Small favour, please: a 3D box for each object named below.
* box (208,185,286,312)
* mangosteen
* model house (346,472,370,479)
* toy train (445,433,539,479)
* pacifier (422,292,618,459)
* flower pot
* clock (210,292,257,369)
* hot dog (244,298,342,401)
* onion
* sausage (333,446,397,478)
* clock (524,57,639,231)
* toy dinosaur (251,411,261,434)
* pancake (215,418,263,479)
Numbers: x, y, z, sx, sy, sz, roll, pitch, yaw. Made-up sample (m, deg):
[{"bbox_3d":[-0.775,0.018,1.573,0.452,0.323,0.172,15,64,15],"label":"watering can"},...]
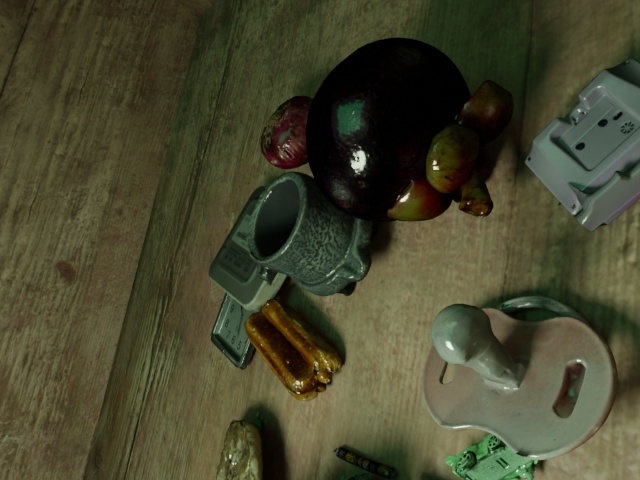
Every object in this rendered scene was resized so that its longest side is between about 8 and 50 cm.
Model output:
[{"bbox_3d":[-0.199,0.014,1.635,0.367,0.090,0.373,22,81,56],"label":"box"},{"bbox_3d":[0.175,-0.211,1.043,0.435,0.381,0.383,27,97,46],"label":"mangosteen"},{"bbox_3d":[0.008,0.611,0.980,0.225,0.261,0.241,-31,65,18],"label":"model house"},{"bbox_3d":[0.286,0.373,0.855,0.149,0.099,0.081,-49,6,20],"label":"toy train"},{"bbox_3d":[0.290,0.205,0.819,0.332,0.272,0.221,0,90,54],"label":"pacifier"},{"bbox_3d":[0.000,0.000,1.254,0.299,0.282,0.299,-27,52,41],"label":"flower pot"},{"bbox_3d":[-0.261,0.255,1.686,0.273,0.049,0.279,23,92,55],"label":"clock"},{"bbox_3d":[-0.078,0.288,1.362,0.158,0.117,0.348,-45,42,-10],"label":"hot dog"},{"bbox_3d":[-0.082,-0.334,1.600,0.246,0.190,0.247,-32,35,25],"label":"onion"},{"bbox_3d":[0.094,0.487,1.114,0.198,0.025,0.029,-4,73,52],"label":"sausage"},{"bbox_3d":[0.477,-0.159,0.841,0.253,0.083,0.187,-50,39,28],"label":"clock"},{"bbox_3d":[-0.178,0.530,1.471,0.083,0.021,0.062,-16,50,51],"label":"toy dinosaur"},{"bbox_3d":[-0.229,0.682,1.365,0.387,0.082,0.388,-165,90,-73],"label":"pancake"}]
